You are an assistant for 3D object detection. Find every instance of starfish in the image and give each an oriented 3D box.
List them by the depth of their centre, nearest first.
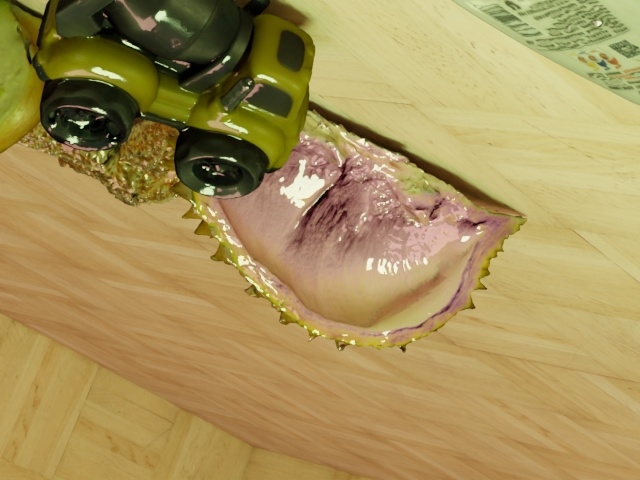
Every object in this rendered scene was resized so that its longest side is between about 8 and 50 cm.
[{"bbox_3d":[-0.225,-0.091,2.013,0.294,0.084,0.301,15,170,22],"label":"starfish"}]

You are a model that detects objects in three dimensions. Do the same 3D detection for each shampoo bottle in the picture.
[{"bbox_3d":[0.209,-0.123,1.185,0.284,0.071,0.153,26,165,-29],"label":"shampoo bottle"}]

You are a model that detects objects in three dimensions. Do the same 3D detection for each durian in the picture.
[{"bbox_3d":[-0.002,-0.021,1.771,0.341,0.191,0.112,25,-167,-21],"label":"durian"}]

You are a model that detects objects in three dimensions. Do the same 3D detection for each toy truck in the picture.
[{"bbox_3d":[-0.097,-0.143,1.487,0.224,0.147,0.165,23,146,-21],"label":"toy truck"}]

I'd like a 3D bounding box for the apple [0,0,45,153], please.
[{"bbox_3d":[-0.396,-0.167,1.819,0.346,0.179,0.254,18,-155,18],"label":"apple"}]
